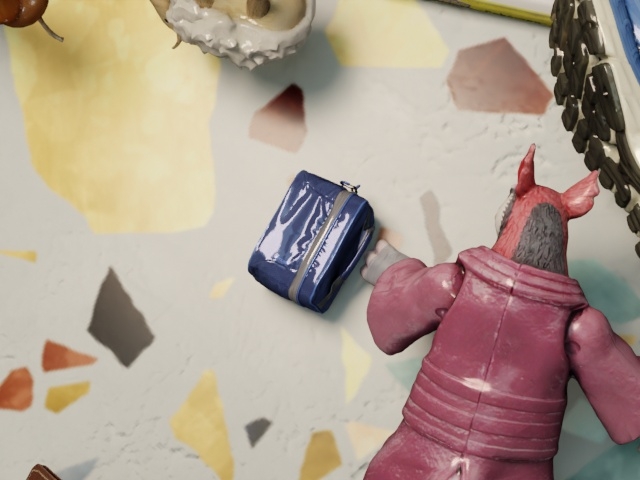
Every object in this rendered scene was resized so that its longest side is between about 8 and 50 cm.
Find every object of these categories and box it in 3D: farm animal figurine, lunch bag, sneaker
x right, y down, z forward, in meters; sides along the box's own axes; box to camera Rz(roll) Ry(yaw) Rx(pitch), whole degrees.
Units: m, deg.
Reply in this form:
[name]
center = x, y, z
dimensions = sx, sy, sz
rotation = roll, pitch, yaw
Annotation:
[farm animal figurine]
center = -0.152, -0.285, 1.440
dimensions = 0.326, 0.172, 0.330
rotation = 6, 73, 3
[lunch bag]
center = 0.000, 0.000, 1.410
dimensions = 0.065, 0.067, 0.098
rotation = 28, 86, 13
[sneaker]
center = 0.259, -0.081, 1.323
dimensions = 0.147, 0.130, 0.330
rotation = -17, 70, -12

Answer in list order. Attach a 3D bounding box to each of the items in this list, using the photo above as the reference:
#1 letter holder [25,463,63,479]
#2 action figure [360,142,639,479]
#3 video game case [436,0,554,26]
[letter holder]
center = -0.178, 0.330, 1.362
dimensions = 0.152, 0.214, 0.302
rotation = 25, 84, -19
[action figure]
center = 0.092, 0.116, 1.283
dimensions = 0.248, 0.275, 0.370
rotation = 15, 98, 18
[video game case]
center = 0.140, -0.304, 1.435
dimensions = 0.248, 0.035, 0.275
rotation = 14, 91, 12
